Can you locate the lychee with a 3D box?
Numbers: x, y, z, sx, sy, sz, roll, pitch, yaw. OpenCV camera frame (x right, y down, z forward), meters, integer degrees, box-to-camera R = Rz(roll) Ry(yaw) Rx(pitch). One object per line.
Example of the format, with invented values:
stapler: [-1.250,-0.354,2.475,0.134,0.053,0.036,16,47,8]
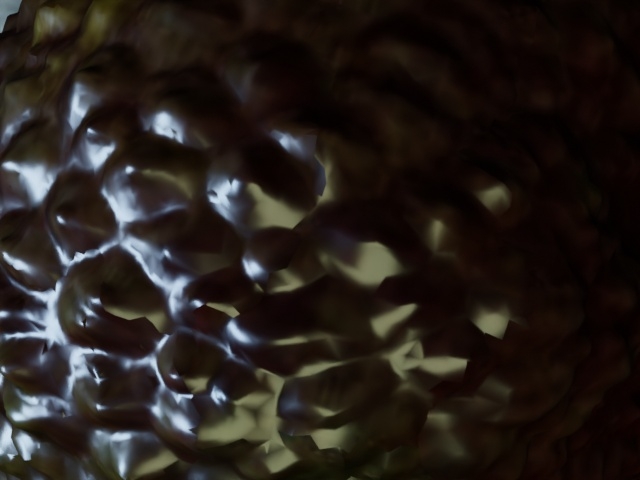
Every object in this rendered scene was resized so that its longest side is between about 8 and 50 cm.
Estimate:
lychee: [0.000,0.000,0.505,0.271,0.236,0.236,-2,126,31]
